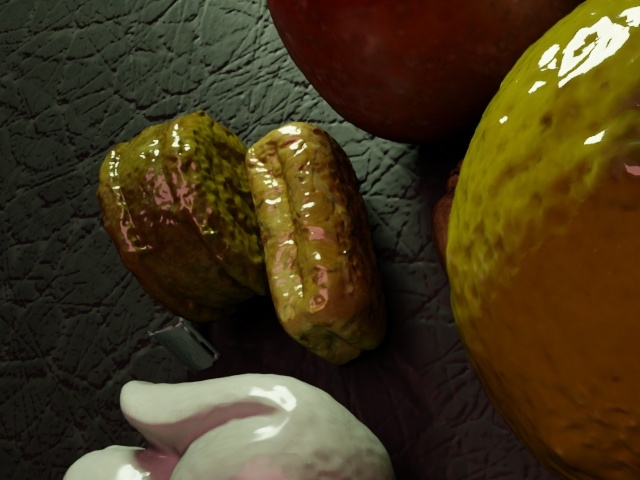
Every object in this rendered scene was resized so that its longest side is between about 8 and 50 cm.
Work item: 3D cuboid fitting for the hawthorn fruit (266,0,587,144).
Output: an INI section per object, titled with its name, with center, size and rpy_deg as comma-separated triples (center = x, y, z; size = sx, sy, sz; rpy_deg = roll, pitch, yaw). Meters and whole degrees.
[hawthorn fruit]
center = 0.096, -0.216, 1.117
size = 0.284, 0.284, 0.284
rpy_deg = -15, 59, 26

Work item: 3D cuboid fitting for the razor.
[razor]
center = -0.124, 0.049, 1.254
size = 0.040, 0.068, 0.135
rpy_deg = -20, 45, 20

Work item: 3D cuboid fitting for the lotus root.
[lotus root]
center = 0.129, -0.001, 1.103
size = 0.072, 0.063, 0.152
rpy_deg = -39, 53, 45

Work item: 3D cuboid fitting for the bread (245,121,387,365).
[bread]
center = 0.000, 0.000, 1.156
size = 0.083, 0.114, 0.211
rpy_deg = -23, 58, 18

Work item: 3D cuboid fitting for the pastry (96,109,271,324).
[pastry]
center = -0.106, -0.019, 1.189
size = 0.103, 0.189, 0.188
rpy_deg = -29, 54, 21

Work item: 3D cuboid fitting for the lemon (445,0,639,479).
[lemon]
center = 0.243, 0.011, 0.855
size = 0.387, 0.350, 0.350
rpy_deg = -51, 42, 43

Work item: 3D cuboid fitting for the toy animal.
[toy animal]
center = -0.067, 0.219, 1.027
size = 0.265, 0.206, 0.271
rpy_deg = -20, 55, 27
